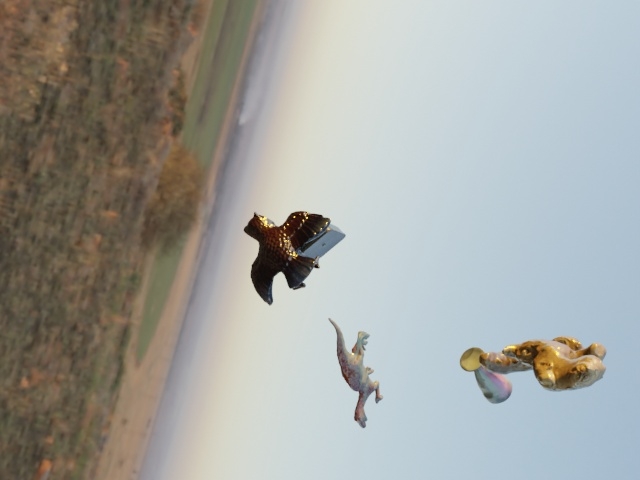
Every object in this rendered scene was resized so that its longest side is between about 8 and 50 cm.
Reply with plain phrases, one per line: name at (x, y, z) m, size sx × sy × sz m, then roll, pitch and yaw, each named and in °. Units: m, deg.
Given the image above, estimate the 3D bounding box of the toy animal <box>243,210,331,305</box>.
toy animal at (-0.082, 0.013, 1.773) m, size 0.218 × 0.179 × 0.116 m, roll -52°, pitch 171°, yaw 11°

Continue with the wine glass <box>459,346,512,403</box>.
wine glass at (0.383, 0.314, 2.068) m, size 0.155 × 0.073 × 0.073 m, roll 47°, pitch 44°, yaw -41°

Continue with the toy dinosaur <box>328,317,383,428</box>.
toy dinosaur at (0.065, 0.264, 1.863) m, size 0.242 × 0.053 × 0.167 m, roll 53°, pitch 51°, yaw -41°

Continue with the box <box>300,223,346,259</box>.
box at (0.000, 0.000, 1.927) m, size 0.091 × 0.031 × 0.126 m, roll -40°, pitch 164°, yaw 11°

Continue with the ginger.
ginger at (0.344, 0.169, 1.280) m, size 0.258 × 0.149 × 0.065 m, roll 162°, pitch -84°, yaw -74°
